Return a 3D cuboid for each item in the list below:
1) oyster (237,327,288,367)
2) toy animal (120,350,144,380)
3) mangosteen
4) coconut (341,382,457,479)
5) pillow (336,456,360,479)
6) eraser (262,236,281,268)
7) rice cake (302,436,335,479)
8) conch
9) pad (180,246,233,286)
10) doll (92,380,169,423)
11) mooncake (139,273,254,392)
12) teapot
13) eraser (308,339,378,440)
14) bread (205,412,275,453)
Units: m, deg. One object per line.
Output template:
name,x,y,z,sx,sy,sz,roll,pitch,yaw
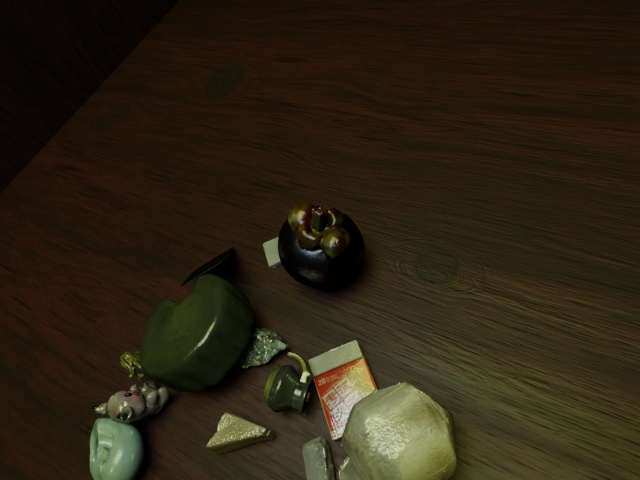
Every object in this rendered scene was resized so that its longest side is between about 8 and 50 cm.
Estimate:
oyster,-0.190,0.323,1.339,0.177,0.064,0.124,-27,58,4
toy animal,-0.578,0.384,1.376,0.136,0.181,0.073,23,87,17
mangosteen,0.000,0.000,1.325,0.275,0.302,0.274,-1,55,2
coconut,0.190,0.449,1.004,0.248,0.244,0.245,-26,52,-20
pillow,0.143,0.607,1.048,0.131,0.038,0.233,-42,53,-9
eraser,-0.120,0.026,1.525,0.151,0.023,0.103,-24,54,4
rice cake,0.016,0.666,1.044,0.073,0.056,0.364,-26,53,19
conch,-0.594,0.612,1.261,0.185,0.121,0.221,-48,47,-6
pad,-0.377,0.084,1.479,0.181,0.004,0.267,-32,9,-2
doll,-0.546,0.481,1.297,0.149,0.192,0.095,0,89,38
mooncake,-0.366,0.280,1.320,0.352,0.187,0.351,-20,43,20
teapot,-0.080,0.396,1.207,0.119,0.130,0.165,15,85,12
eraser,0.072,0.406,1.204,0.157,0.038,0.230,-24,55,4
bread,-0.216,0.545,1.192,0.152,0.077,0.105,8,58,28
